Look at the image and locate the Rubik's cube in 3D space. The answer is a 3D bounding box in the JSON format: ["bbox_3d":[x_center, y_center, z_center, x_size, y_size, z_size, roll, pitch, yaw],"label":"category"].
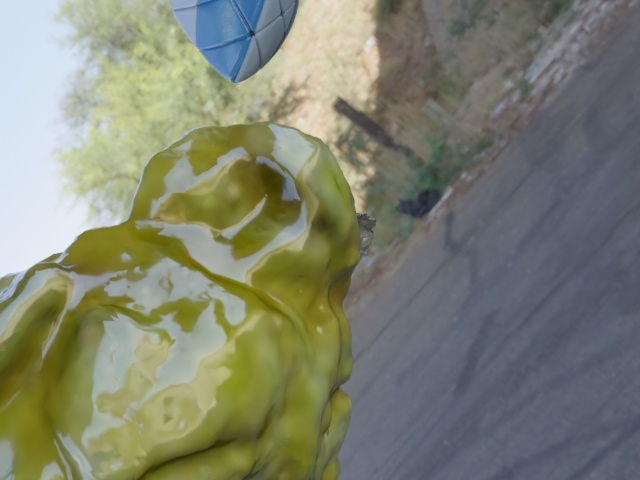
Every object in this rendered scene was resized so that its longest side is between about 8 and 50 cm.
[{"bbox_3d":[-0.135,-0.414,1.493,0.254,0.254,0.254,-50,5,6],"label":"Rubik's cube"}]

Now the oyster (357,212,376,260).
[{"bbox_3d":[0.002,0.000,1.282,0.165,0.053,0.108,-9,-32,-30],"label":"oyster"}]

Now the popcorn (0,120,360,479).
[{"bbox_3d":[-0.100,0.108,0.630,0.292,0.293,0.334,-32,25,40],"label":"popcorn"}]
